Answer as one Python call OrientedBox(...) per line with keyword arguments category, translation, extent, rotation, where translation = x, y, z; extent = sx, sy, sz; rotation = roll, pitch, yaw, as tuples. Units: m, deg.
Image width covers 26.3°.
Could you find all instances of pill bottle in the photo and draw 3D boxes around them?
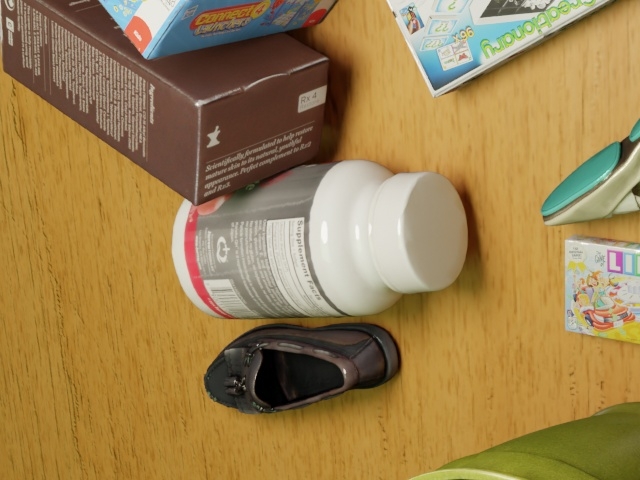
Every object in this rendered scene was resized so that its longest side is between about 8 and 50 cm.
OrientedBox(category="pill bottle", translation=(0.000, 0.000, 1.557), extent=(0.318, 0.176, 0.176), rotation=(-4, 103, 38))

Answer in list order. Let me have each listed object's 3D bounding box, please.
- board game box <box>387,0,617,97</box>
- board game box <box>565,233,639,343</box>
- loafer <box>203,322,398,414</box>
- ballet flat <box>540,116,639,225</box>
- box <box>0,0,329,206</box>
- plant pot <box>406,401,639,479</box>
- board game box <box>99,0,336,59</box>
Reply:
OrientedBox(category="board game box", translation=(0.196, -0.295, 1.386), extent=(0.305, 0.053, 0.193), rotation=(-26, 88, 40))
OrientedBox(category="board game box", translation=(0.329, 0.055, 1.423), extent=(0.154, 0.026, 0.103), rotation=(9, 110, 35))
OrientedBox(category="loafer", translation=(-0.047, 0.162, 1.702), extent=(0.302, 0.095, 0.109), rotation=(-13, 97, 39))
OrientedBox(category="ballet flat", translation=(0.322, -0.078, 1.355), extent=(0.086, 0.086, 0.248), rotation=(51, 128, 12))
OrientedBox(category="box", translation=(-0.188, -0.204, 1.580), extent=(0.381, 0.191, 0.143), rotation=(33, 133, 36))
OrientedBox(category="plant pot", translation=(0.270, 0.327, 1.351), extent=(0.366, 0.353, 0.366), rotation=(14, 114, 33))
OrientedBox(category="board game box", translation=(-0.156, -0.351, 1.471), extent=(0.302, 0.308, 0.086), rotation=(50, 126, 12))
